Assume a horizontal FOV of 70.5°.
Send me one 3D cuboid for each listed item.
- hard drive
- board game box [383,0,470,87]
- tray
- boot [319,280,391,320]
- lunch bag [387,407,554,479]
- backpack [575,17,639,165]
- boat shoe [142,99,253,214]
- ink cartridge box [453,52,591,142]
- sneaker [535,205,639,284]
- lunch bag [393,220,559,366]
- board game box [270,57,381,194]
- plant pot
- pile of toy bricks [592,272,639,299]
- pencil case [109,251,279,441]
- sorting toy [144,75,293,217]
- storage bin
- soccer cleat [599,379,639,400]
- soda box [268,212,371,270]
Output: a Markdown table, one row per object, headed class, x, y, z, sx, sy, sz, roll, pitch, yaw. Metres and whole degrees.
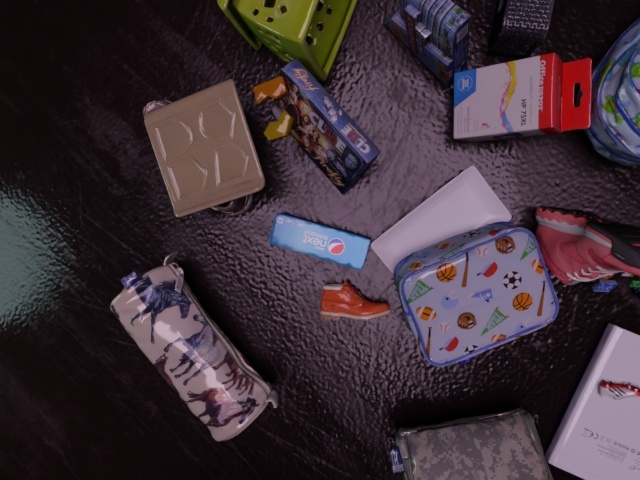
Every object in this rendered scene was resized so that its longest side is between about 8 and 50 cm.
| class | x | y | z | sx | sy | sz | roll | pitch | yaw |
| --- | --- | --- | --- | --- | --- | --- | --- | --- | --- |
| hard drive | 0.634 | 0.357 | 0.935 | 0.210 | 0.040 | 0.319 | 23 | 96 | 6 |
| board game box | 0.202 | -0.422 | 0.894 | 0.060 | 0.194 | 0.194 | -45 | 73 | 6 |
| tray | 0.253 | -0.021 | 0.962 | 0.270 | 0.030 | 0.145 | -39 | 96 | 8 |
| boot | 0.076 | 0.131 | 0.988 | 0.157 | 0.059 | 0.085 | 1 | 88 | 8 |
| lunch bag | 0.310 | 0.488 | 0.910 | 0.305 | 0.212 | 0.256 | -14 | 75 | 7 |
| backpack | 0.650 | -0.298 | 0.813 | 0.355 | 0.273 | 0.290 | -38 | 94 | 21 |
| boat shoe | -0.279 | -0.189 | 0.993 | 0.116 | 0.097 | 0.324 | -40 | 88 | 8 |
| ink cartridge box | 0.378 | -0.268 | 0.863 | 0.231 | 0.078 | 0.134 | 1 | 94 | 39 |
| sneaker | 0.488 | 0.028 | 0.811 | 0.116 | 0.314 | 0.136 | 5 | 104 | -3 |
| lunch bag | 0.304 | 0.114 | 0.916 | 0.303 | 0.115 | 0.243 | -23 | 103 | 4 |
| board game box | 0.002 | -0.223 | 0.923 | 0.042 | 0.165 | 0.243 | -41 | 87 | -21 |
| plant pot | -0.061 | -0.482 | 0.891 | 0.207 | 0.227 | 0.228 | 24 | 96 | 11 |
| pile of toy bricks | 0.630 | 0.043 | 0.895 | 0.212 | 0.118 | 0.105 | 3 | 55 | 2 |
| pencil case | -0.271 | 0.233 | 0.985 | 0.183 | 0.160 | 0.410 | -41 | 87 | 22 |
| sorting toy | -0.188 | -0.194 | 0.900 | 0.307 | 0.041 | 0.229 | -16 | 91 | 15 |
| storage bin | 0.393 | -0.466 | 0.879 | 0.084 | 0.122 | 0.180 | 11 | 94 | 6 |
| soccer cleat | 0.601 | 0.303 | 0.902 | 0.083 | 0.029 | 0.036 | 7 | 103 | 10 |
| soda box | 0.000 | 0.000 | 0.983 | 0.210 | 0.067 | 0.071 | 16 | 95 | 6 |
